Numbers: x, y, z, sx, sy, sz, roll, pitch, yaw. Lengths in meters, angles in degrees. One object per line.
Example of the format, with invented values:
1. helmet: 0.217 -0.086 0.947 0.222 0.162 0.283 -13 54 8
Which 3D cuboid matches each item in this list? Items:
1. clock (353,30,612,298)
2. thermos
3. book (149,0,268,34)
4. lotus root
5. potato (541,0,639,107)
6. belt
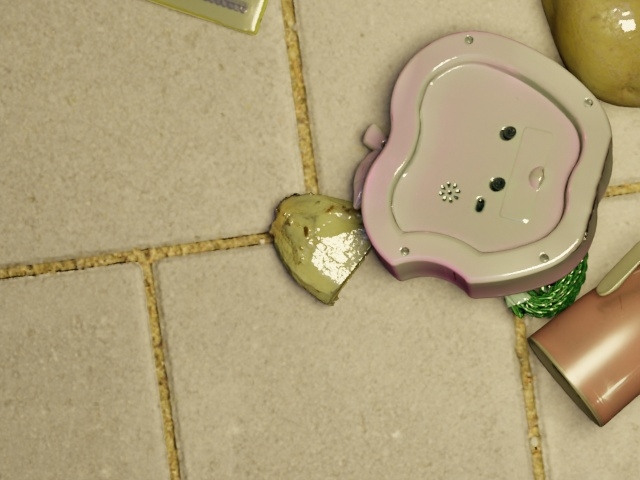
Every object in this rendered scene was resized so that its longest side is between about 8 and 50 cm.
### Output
1. clock: 0.200 -0.094 1.679 0.339 0.102 0.338 -2 77 10
2. thermos: 0.403 0.091 1.680 0.265 0.146 0.176 -40 131 1
3. book: -0.142 -0.478 1.781 0.239 0.035 0.352 19 95 4
4. lotus root: -0.001 0.002 1.769 0.144 0.070 0.143 29 96 6
5. potato: 0.362 -0.272 1.650 0.160 0.178 0.235 -20 70 -33
6. belt: 0.287 0.031 1.733 0.121 0.079 0.151 4 80 14
